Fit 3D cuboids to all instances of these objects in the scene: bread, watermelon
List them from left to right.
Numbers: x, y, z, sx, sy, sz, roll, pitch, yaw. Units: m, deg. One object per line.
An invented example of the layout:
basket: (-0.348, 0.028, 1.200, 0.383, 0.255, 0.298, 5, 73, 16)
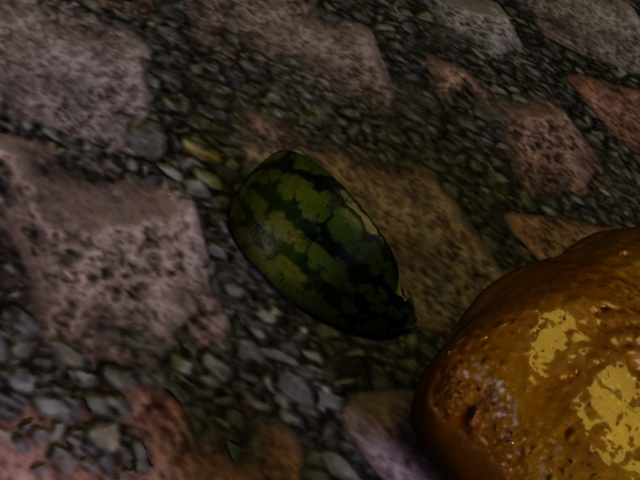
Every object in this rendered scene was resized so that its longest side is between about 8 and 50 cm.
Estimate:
watermelon: (0.003, -0.008, 1.004, 0.163, 0.069, 0.087, 46, 33, 18)
bread: (0.241, 0.125, 0.926, 0.337, 0.148, 0.328, 43, 26, 20)
